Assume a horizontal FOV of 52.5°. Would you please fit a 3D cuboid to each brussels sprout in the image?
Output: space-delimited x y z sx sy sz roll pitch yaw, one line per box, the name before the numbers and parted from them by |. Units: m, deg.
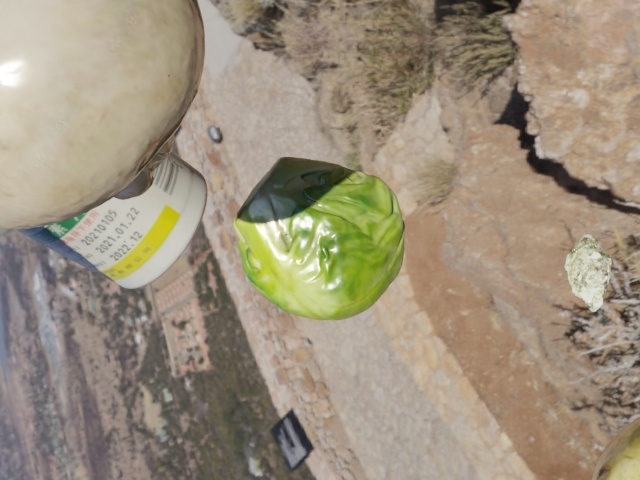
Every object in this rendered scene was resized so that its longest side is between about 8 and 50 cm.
brussels sprout | 0.000 0.000 0.826 0.161 0.223 0.223 128 125 -72

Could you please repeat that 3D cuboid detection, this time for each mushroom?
mushroom | -0.159 -0.095 0.398 0.204 0.204 0.204 21 116 51

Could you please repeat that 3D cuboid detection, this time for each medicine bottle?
medicine bottle | -0.343 -0.096 0.878 0.208 0.340 0.208 -29 42 30

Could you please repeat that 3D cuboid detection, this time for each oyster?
oyster | 0.394 0.046 0.947 0.037 0.100 0.098 23 87 56

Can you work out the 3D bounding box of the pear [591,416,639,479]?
pear | 0.470 0.351 0.770 0.309 0.309 0.309 21 116 51
